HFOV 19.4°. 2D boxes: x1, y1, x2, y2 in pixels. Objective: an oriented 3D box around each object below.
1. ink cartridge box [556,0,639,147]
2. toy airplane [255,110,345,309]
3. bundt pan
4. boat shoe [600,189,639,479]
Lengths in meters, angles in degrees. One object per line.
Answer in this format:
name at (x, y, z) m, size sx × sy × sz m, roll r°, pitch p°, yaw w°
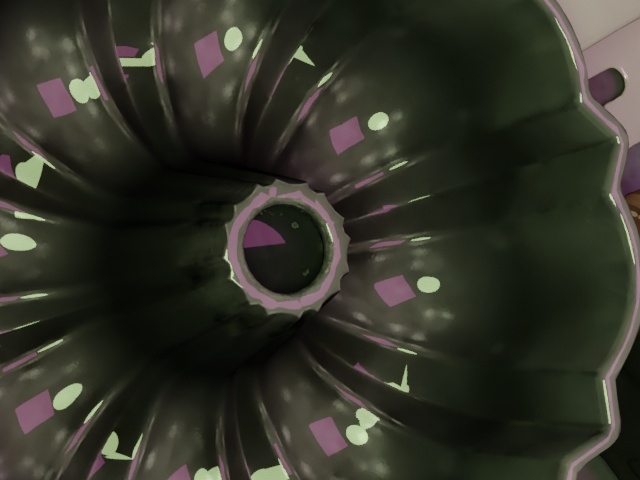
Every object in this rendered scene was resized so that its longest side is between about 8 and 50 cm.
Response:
ink cartridge box at (0.111, -0.207, 0.923) m, size 0.207 × 0.119 × 0.353 m, roll -30°, pitch 100°, yaw -33°
toy airplane at (0.000, 0.000, 0.875) m, size 0.151 × 0.028 × 0.151 m, roll 5°, pitch 81°, yaw -32°
bundt pan at (-0.037, 0.008, 0.773) m, size 0.331 × 0.124 × 0.331 m, roll 2°, pitch 84°, yaw -24°
boat shoe at (0.225, 0.114, 0.958) m, size 0.120 × 0.122 × 0.324 m, roll -39°, pitch 106°, yaw -35°
